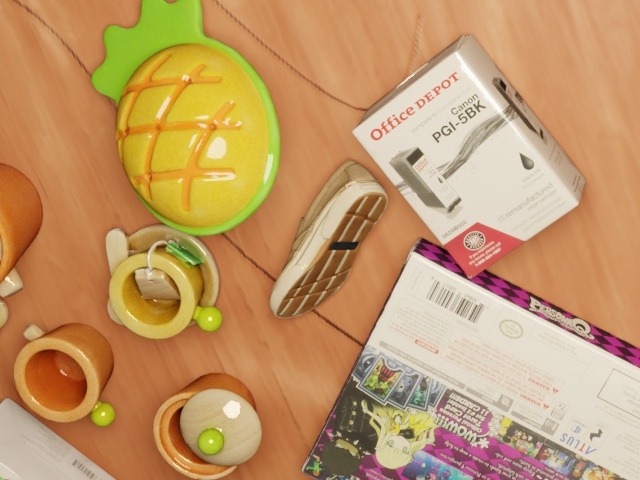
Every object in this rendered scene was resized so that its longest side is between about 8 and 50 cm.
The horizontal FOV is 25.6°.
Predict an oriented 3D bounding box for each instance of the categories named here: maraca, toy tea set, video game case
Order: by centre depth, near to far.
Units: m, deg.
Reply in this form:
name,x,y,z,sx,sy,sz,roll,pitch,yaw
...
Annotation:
name,x,y,z,sx,sy,sz,roll,pitch,yaw
maraca,-0.097,-0.091,1.000,0.127,0.099,0.185,-35,71,18
video game case,0.129,0.139,1.047,0.232,0.042,0.210,27,114,5
toy tea set,-0.194,0.070,1.066,0.336,0.124,0.200,20,113,8

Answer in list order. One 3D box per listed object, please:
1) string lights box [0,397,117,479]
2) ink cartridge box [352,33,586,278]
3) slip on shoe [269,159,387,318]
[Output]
name,x,y,z,sx,sy,sz,roll,pitch,yaw
string lights box,-0.289,0.272,1.192,0.133,0.077,0.259,38,115,-2
ink cartridge box,0.102,-0.058,0.974,0.099,0.056,0.135,-37,97,25
slip on shoe,0.000,0.000,1.035,0.041,0.051,0.135,57,131,35
